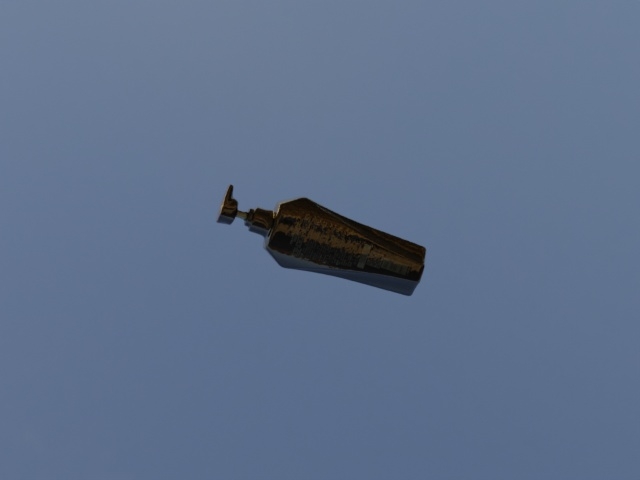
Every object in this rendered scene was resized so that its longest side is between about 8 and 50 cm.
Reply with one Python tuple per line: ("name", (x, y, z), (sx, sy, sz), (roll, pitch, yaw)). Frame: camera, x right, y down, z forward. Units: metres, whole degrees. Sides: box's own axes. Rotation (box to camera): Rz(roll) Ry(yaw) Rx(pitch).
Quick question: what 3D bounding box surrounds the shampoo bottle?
("shampoo bottle", (0.000, 0.000, 1.045), (0.137, 0.048, 0.027), (17, -176, -9))
